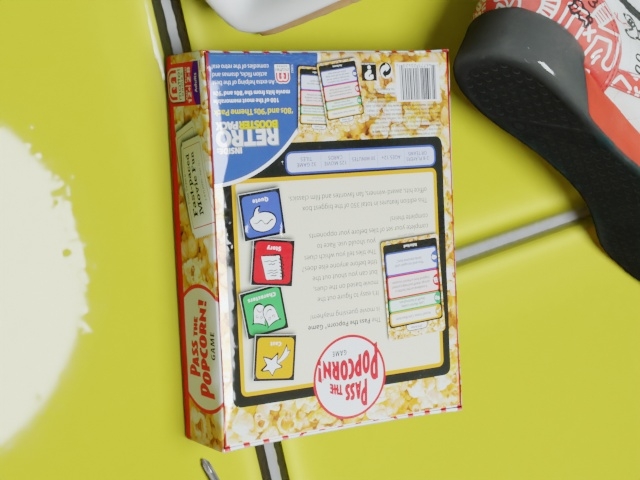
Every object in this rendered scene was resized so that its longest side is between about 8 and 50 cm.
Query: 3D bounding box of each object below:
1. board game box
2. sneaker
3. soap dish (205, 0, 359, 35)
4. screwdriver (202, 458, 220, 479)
[{"bbox_3d":[0.000,0.000,0.676,0.146,0.045,0.194,-4,95,-31],"label":"board game box"},{"bbox_3d":[0.193,-0.081,0.762,0.270,0.090,0.145,40,64,-32],"label":"sneaker"},{"bbox_3d":[-0.018,-0.246,0.559,0.291,0.229,0.118,53,47,-22],"label":"soap dish"},{"bbox_3d":[-0.023,0.185,0.692,0.024,0.025,0.170,-33,100,-25],"label":"screwdriver"}]
